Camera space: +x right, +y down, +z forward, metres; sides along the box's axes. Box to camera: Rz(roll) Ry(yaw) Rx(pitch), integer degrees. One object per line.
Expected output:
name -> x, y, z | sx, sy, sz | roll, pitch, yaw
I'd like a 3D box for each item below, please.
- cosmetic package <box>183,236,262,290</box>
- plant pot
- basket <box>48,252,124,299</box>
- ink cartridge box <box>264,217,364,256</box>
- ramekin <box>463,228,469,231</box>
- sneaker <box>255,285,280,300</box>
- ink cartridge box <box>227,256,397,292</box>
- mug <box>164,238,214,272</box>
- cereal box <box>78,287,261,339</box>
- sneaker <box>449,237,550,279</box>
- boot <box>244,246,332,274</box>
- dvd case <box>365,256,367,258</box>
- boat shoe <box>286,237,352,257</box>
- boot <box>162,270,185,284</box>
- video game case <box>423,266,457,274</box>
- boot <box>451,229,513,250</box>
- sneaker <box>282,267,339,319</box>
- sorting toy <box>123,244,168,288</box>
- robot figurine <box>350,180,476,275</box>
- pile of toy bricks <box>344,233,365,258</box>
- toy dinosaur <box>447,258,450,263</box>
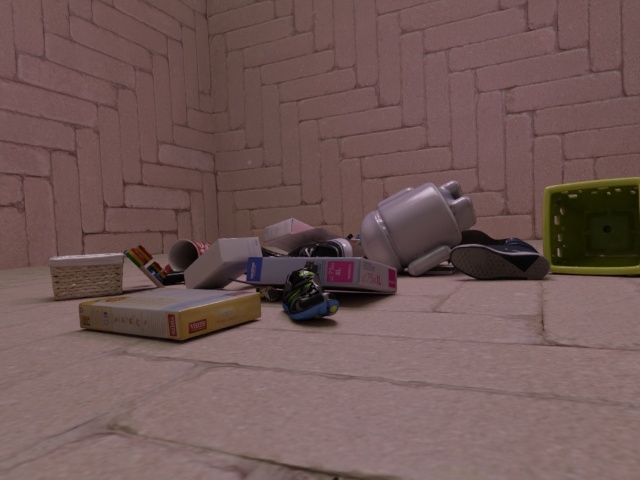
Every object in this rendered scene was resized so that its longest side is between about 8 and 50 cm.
cosmetic package -> -0.232, 0.058, 1.058 | 0.098, 0.061, 0.239 | -6, -17, -37
plant pot -> 0.720, -0.027, 1.165 | 0.227, 0.228, 0.207 | -2, -4, 45
basket -> -0.581, 0.087, 1.147 | 0.167, 0.103, 0.113 | -4, 2, -26
ink cartridge box -> 0.000, 0.000, 1.573 | 0.261, 0.066, 0.296 | -15, -27, 39
ramekin -> 0.445, 0.006, 1.794 | 0.277, 0.135, 0.277 | -2, 2, 0
sneaker -> -0.103, 0.107, 0.950 | 0.035, 0.031, 0.083 | -3, 2, -36
ink cartridge box -> -0.017, 0.073, 0.961 | 0.311, 0.065, 0.185 | -4, -12, 30
mug -> -0.418, 0.052, 1.498 | 0.150, 0.113, 0.169 | -1, -1, 17
cereal box -> -0.240, 0.112, 0.736 | 0.240, 0.047, 0.173 | -1, 2, 33
sneaker -> 0.442, 0.041, 1.159 | 0.226, 0.086, 0.163 | 8, 15, 13
boot -> -0.073, 0.056, 1.191 | 0.228, 0.091, 0.263 | 0, -13, 22
dvd case -> 0.321, 0.062, 1.997 | 0.180, 0.022, 0.253 | -3, 2, 33
boat shoe -> -0.016, 0.053, 1.425 | 0.102, 0.108, 0.301 | -3, -1, -32
boot -> -0.402, 0.104, 1.308 | 0.099, 0.045, 0.121 | -1, -6, -25
video game case -> 0.344, 0.086, 1.310 | 0.087, 0.011, 0.122 | -2, 2, 25
boot -> 0.503, 0.034, 1.464 | 0.305, 0.112, 0.115 | 7, -12, -34
sneaker -> -0.026, 0.086, 0.753 | 0.067, 0.078, 0.188 | -3, 3, -19
sorting toy -> -0.455, 0.066, 1.208 | 0.046, 0.132, 0.274 | -45, 18, -19
robot figurine -> 0.264, -0.032, 1.323 | 0.353, 0.300, 0.200 | -27, -46, 9
pile of toy bricks -> 0.120, 0.044, 1.867 | 0.105, 0.118, 0.212 | -36, 1, 18
toy dinosaur -> 0.337, 0.028, 1.511 | 0.313, 0.121, 0.160 | -7, 15, -5
